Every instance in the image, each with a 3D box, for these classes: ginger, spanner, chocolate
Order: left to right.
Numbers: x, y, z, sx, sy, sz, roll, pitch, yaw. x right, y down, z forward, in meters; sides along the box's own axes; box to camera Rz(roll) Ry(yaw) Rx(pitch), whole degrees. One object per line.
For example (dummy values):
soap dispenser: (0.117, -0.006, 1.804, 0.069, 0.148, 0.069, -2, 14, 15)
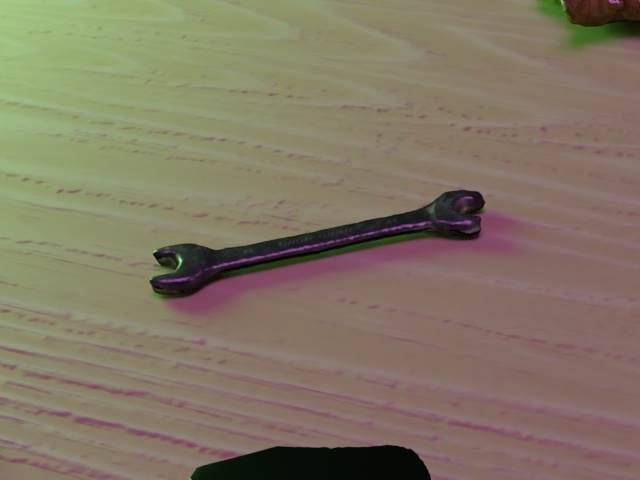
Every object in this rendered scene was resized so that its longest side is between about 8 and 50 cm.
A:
spanner: (0.000, 0.000, 1.345, 0.254, 0.015, 0.054, -12, 33, -7)
chocolate: (0.005, 0.169, 1.032, 0.149, 0.080, 0.125, 11, 25, 37)
ginger: (0.281, -0.233, 1.621, 0.214, 0.059, 0.133, -15, 26, -16)
